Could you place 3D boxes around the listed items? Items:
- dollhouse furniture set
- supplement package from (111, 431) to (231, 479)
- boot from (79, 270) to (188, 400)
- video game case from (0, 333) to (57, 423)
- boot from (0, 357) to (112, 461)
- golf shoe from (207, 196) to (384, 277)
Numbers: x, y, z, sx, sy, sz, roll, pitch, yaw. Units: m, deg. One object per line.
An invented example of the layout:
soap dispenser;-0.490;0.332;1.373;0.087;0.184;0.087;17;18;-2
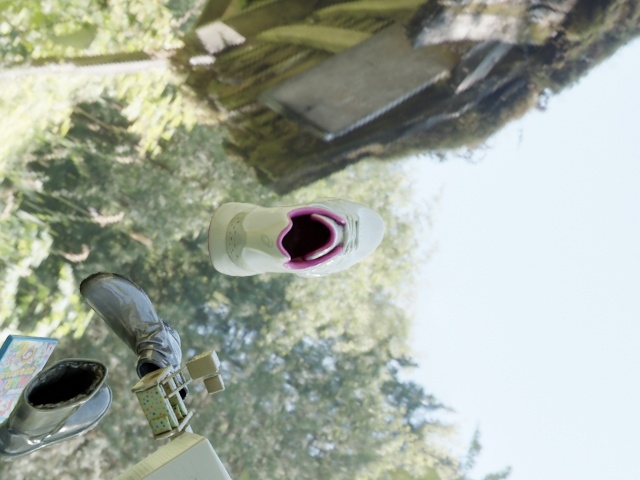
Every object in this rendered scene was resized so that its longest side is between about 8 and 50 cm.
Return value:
dollhouse furniture set;-0.249;0.330;1.683;0.161;0.182;0.101;-22;-173;11
supplement package;-0.201;0.328;0.917;0.244;0.139;0.134;-31;180;-20
boot;-0.434;0.231;2.082;0.118;0.338;0.223;-40;-148;9
video game case;-0.512;0.231;1.430;0.166;0.015;0.119;-59;160;2
boot;-0.309;0.191;1.072;0.189;0.076;0.208;-32;167;-45
golf shoe;0.000;0.000;1.155;0.140;0.306;0.115;2;-83;44
